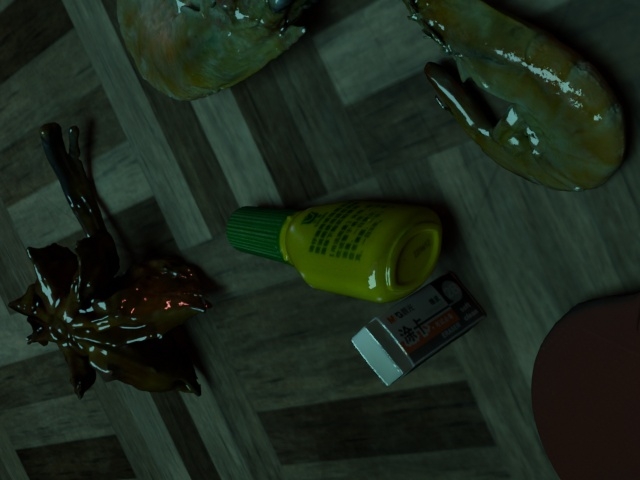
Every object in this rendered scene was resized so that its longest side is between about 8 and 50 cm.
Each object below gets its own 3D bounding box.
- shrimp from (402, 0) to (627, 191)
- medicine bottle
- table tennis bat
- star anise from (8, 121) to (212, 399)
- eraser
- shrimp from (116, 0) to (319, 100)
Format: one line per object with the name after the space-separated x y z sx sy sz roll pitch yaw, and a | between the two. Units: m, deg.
0.128 -0.121 0.862 0.236 0.053 0.133 40 156 18 | shrimp
0.000 0.000 1.031 0.260 0.095 0.064 10 147 52 | medicine bottle
0.248 0.111 0.866 0.200 0.038 0.310 26 130 35 | table tennis bat
-0.238 0.035 1.269 0.237 0.148 0.346 -23 92 28 | star anise
0.083 0.071 0.954 0.052 0.122 0.029 51 136 11 | eraser
-0.096 -0.220 1.013 0.317 0.077 0.168 -14 99 53 | shrimp
